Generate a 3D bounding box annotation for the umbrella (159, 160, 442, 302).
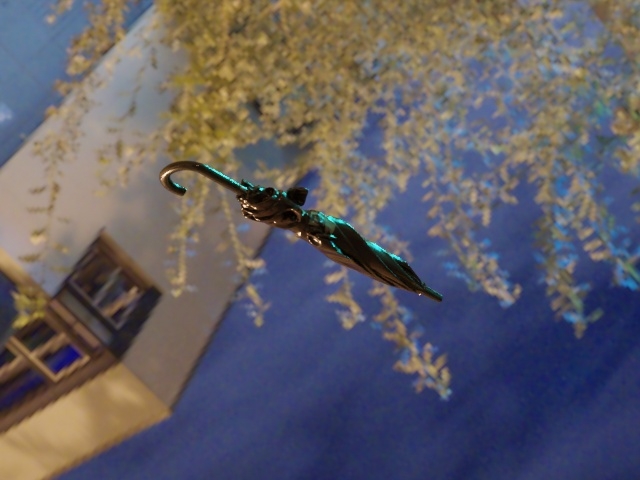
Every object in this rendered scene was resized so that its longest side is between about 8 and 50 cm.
[{"bbox_3d":[0.002,-0.001,0.363,0.022,0.122,0.013,-27,-127,40],"label":"umbrella"}]
